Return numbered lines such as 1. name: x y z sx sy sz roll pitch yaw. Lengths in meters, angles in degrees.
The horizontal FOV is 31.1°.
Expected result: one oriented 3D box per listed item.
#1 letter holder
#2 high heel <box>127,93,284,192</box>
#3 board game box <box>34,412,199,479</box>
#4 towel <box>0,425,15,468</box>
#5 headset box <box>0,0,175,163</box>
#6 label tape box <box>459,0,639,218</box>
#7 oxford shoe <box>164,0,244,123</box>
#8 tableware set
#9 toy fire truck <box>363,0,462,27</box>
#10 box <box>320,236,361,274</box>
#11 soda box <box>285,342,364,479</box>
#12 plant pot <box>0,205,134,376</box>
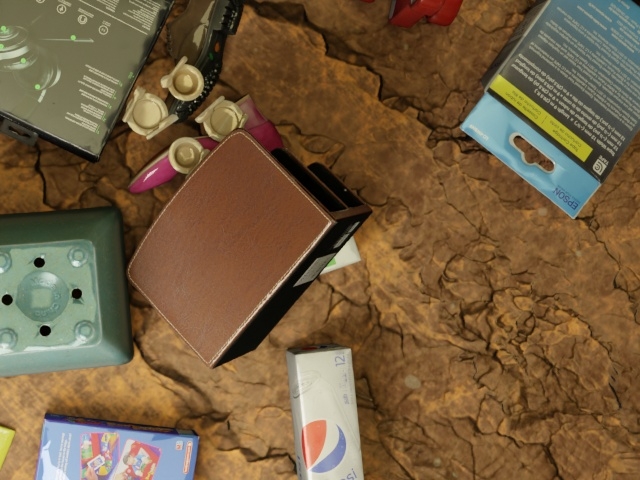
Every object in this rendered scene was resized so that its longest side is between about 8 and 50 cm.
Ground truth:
1. letter holder: -0.113 0.000 1.694 0.214 0.152 0.302 45 111 12
2. high heel: -0.175 -0.117 1.783 0.244 0.082 0.117 -37 104 -16
3. board game box: -0.325 0.449 1.734 0.233 0.078 0.347 9 87 -12
4. towel: -0.548 0.380 1.719 0.102 0.021 0.237 22 84 -16
5. headset box: -0.388 -0.277 1.704 0.246 0.131 0.283 25 84 -11
6. label tape box: 0.404 -0.244 1.885 0.249 0.115 0.347 37 84 -8
7. oxford shoe: -0.201 -0.291 1.783 0.096 0.083 0.227 21 89 15
8. tableware set: -0.200 -0.183 1.718 0.169 0.020 0.141 44 77 -12
9. toy fire truck: 0.174 -0.476 1.764 0.169 0.254 0.302 16 86 -12
10. box: 0.000 0.000 1.798 0.087 0.102 0.101 -18 91 -13
11. soda box: 0.009 0.309 1.798 0.091 0.098 0.286 -5 91 -12
12. plant pot: -0.392 0.074 1.637 0.248 0.252 0.247 -5 90 -13
